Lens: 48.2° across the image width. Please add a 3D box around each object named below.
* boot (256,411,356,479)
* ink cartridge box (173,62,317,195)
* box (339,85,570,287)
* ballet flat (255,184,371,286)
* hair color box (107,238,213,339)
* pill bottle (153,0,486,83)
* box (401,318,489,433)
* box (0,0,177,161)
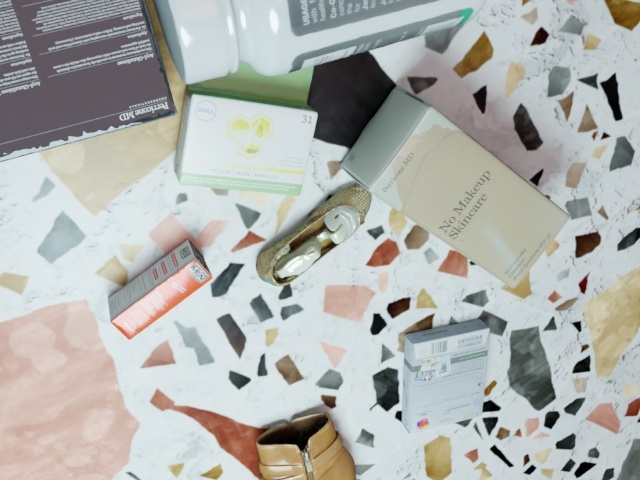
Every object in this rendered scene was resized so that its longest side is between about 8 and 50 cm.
[{"bbox_3d":[-0.071,0.420,1.171,0.283,0.109,0.220,-22,120,-12],"label":"boot"},{"bbox_3d":[-0.088,-0.182,0.929,0.171,0.056,0.235,5,113,-22],"label":"ink cartridge box"},{"bbox_3d":[0.198,-0.073,1.043,0.311,0.121,0.148,29,101,-29],"label":"box"},{"bbox_3d":[0.000,0.000,1.034,0.206,0.067,0.073,-40,119,0],"label":"ballet flat"},{"bbox_3d":[-0.221,0.066,0.979,0.141,0.072,0.043,-37,120,-1],"label":"hair color box"},{"bbox_3d":[-0.005,-0.308,0.815,0.361,0.204,0.204,-18,118,-13],"label":"pill bottle"},{"bbox_3d":[0.215,0.235,1.236,0.145,0.038,0.186,-10,115,-16],"label":"box"},{"bbox_3d":[-0.317,-0.203,0.805,0.261,0.103,0.184,-18,115,-13],"label":"box"}]
